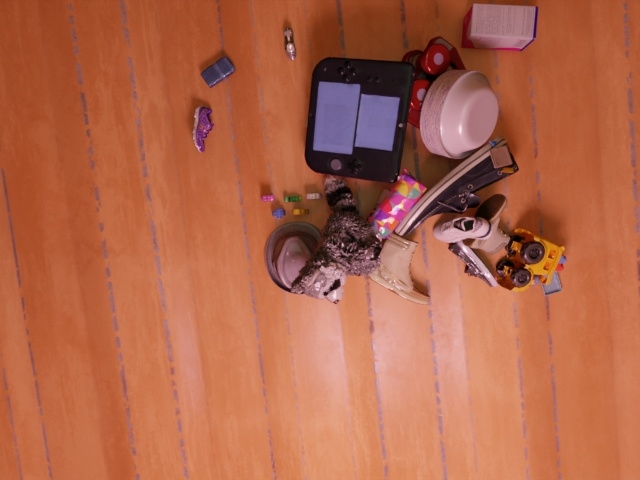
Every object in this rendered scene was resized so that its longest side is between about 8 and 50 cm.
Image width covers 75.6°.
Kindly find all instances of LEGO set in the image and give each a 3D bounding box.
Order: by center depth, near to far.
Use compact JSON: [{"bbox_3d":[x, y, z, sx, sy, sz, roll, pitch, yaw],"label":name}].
[{"bbox_3d":[-0.108,-0.126,1.510,0.228,0.093,0.086,-4,94,1],"label":"LEGO set"}]

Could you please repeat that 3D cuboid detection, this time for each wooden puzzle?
[{"bbox_3d":[0.603,-0.279,1.383,0.079,0.014,0.116,-8,84,-12],"label":"wooden puzzle"}]

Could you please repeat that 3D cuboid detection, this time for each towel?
[{"bbox_3d":[-0.375,-0.617,1.514,0.120,0.029,0.067,-33,92,3],"label":"towel"}]

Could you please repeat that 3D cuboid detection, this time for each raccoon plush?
[{"bbox_3d":[0.000,0.000,1.418,0.299,0.216,0.446,-14,58,-22],"label":"raccoon plush"}]

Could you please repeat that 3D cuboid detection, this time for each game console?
[{"bbox_3d":[0.121,-0.405,1.395,0.342,0.060,0.386,12,107,21],"label":"game console"}]

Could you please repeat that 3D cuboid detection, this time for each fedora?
[{"bbox_3d":[-0.087,0.070,1.508,0.244,0.124,0.275,0,94,1],"label":"fedora"}]

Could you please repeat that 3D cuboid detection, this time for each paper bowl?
[{"bbox_3d":[0.478,-0.416,1.378,0.284,0.148,0.284,-17,120,-31],"label":"paper bowl"}]

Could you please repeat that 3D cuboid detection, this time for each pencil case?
[{"bbox_3d":[0.253,-0.122,1.394,0.104,0.104,0.236,33,108,-1],"label":"pencil case"}]

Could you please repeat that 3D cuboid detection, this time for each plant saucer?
[{"bbox_3d":[0.842,0.106,1.542,0.067,0.018,0.191,-17,94,2],"label":"plant saucer"}]

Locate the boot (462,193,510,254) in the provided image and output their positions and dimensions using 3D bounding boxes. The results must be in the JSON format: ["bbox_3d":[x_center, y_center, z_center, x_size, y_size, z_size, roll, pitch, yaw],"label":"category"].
[{"bbox_3d":[0.621,-0.052,1.470,0.165,0.077,0.213,18,111,-31],"label":"boot"}]

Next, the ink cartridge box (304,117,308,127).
[{"bbox_3d":[0.050,-0.451,1.521,0.179,0.045,0.145,24,95,18],"label":"ink cartridge box"}]

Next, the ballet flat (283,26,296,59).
[{"bbox_3d":[-0.113,-0.716,1.496,0.041,0.041,0.114,-8,94,2],"label":"ballet flat"}]

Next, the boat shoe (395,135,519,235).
[{"bbox_3d":[0.481,-0.163,1.452,0.500,0.187,0.156,-37,87,-2],"label":"boat shoe"}]

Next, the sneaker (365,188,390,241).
[{"bbox_3d":[0.203,-0.077,1.507,0.086,0.085,0.237,15,96,-22],"label":"sneaker"}]

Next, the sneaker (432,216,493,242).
[{"bbox_3d":[0.477,-0.047,1.441,0.095,0.235,0.090,14,77,-32],"label":"sneaker"}]

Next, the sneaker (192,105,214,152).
[{"bbox_3d":[-0.427,-0.407,1.513,0.071,0.068,0.169,5,93,-5],"label":"sneaker"}]

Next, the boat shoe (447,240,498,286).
[{"bbox_3d":[0.558,0.092,1.522,0.076,0.080,0.228,-40,95,19],"label":"boat shoe"}]

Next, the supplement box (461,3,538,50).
[{"bbox_3d":[0.620,-0.741,1.442,0.220,0.111,0.113,2,94,1],"label":"supplement box"}]

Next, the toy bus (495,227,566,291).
[{"bbox_3d":[0.770,0.089,1.480,0.212,0.149,0.220,17,101,-7],"label":"toy bus"}]

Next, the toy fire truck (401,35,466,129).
[{"bbox_3d":[0.398,-0.531,1.454,0.254,0.169,0.302,24,95,-24],"label":"toy fire truck"}]

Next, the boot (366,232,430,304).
[{"bbox_3d":[0.320,0.102,1.514,0.262,0.095,0.203,28,94,-2],"label":"boot"}]
